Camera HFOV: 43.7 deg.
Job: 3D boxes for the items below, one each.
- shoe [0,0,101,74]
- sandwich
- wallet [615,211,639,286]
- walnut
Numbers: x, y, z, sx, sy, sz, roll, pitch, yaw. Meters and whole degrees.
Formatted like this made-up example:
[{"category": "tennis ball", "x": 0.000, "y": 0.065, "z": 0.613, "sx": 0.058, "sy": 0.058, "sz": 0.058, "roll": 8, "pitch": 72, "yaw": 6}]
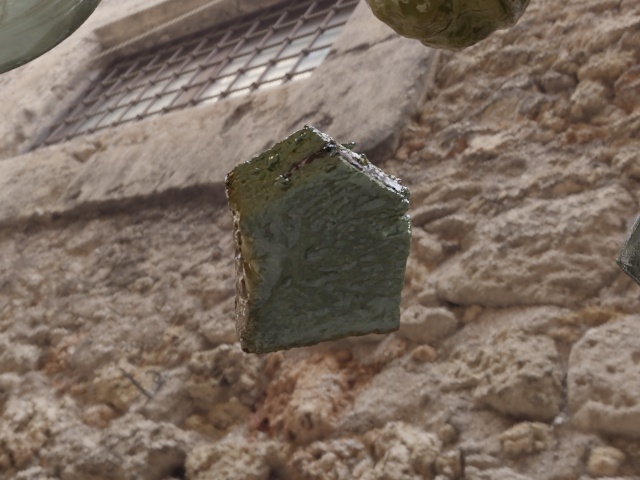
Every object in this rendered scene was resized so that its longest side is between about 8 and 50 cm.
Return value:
[{"category": "shoe", "x": -0.356, "y": -0.209, "z": 0.699, "sx": 0.124, "sy": 0.316, "sz": 0.159, "roll": 38, "pitch": -20, "yaw": 50}, {"category": "sandwich", "x": -0.001, "y": 0.000, "z": 1.163, "sx": 0.262, "sy": 0.131, "sz": 0.325, "roll": -6, "pitch": -58, "yaw": -11}, {"category": "wallet", "x": 0.565, "y": 0.040, "z": 1.227, "sx": 0.055, "sy": 0.236, "sz": 0.160, "roll": 5, "pitch": -58, "yaw": -26}, {"category": "walnut", "x": 0.197, "y": -0.429, "z": 1.190, "sx": 0.282, "sy": 0.253, "sz": 0.277, "roll": -15, "pitch": -22, "yaw": 27}]
